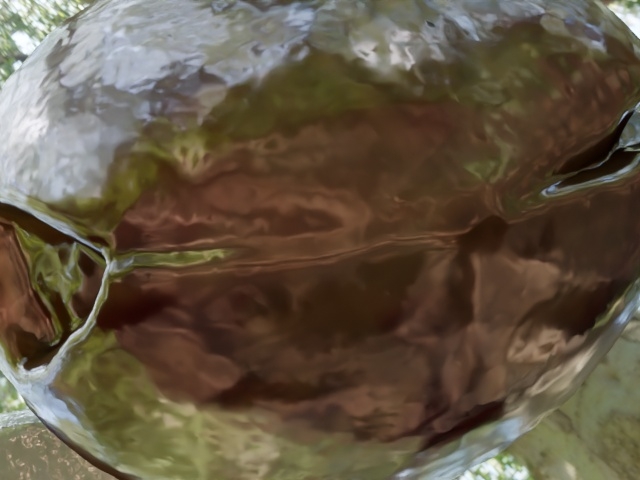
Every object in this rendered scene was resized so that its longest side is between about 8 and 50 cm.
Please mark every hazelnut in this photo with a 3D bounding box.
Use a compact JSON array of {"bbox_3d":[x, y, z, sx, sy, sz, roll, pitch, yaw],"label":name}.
[{"bbox_3d":[0.000,0.000,0.624,0.429,0.402,0.402,-13,-62,-21],"label":"hazelnut"}]

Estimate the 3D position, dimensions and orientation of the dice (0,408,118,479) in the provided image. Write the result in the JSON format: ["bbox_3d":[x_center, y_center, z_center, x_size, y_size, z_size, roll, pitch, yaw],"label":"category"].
[{"bbox_3d":[-0.189,0.231,0.827,0.192,0.193,0.194,-8,-99,10],"label":"dice"}]
